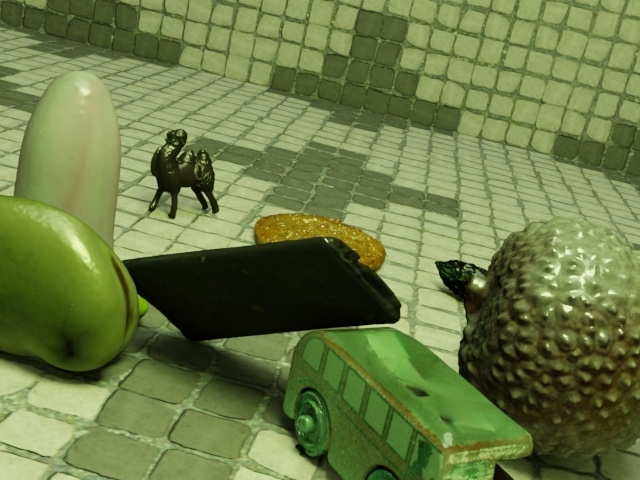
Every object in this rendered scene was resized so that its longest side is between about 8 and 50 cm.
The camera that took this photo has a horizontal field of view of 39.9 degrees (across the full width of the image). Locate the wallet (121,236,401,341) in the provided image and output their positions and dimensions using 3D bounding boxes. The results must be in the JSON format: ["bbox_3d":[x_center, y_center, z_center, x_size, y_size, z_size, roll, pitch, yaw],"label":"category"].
[{"bbox_3d":[-0.076,0.057,1.042,0.321,0.170,0.044,-9,49,33],"label":"wallet"}]

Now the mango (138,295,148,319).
[{"bbox_3d":[-0.281,0.079,1.161,0.108,0.056,0.073,13,27,-13],"label":"mango"}]

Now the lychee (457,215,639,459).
[{"bbox_3d":[0.307,0.116,1.074,0.300,0.300,0.300,12,19,-4],"label":"lychee"}]

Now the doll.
[{"bbox_3d":[-0.250,-0.124,1.608,0.139,0.165,0.057,-9,24,-38],"label":"doll"}]

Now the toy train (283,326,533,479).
[{"bbox_3d":[0.074,0.191,0.922,0.129,0.159,0.326,3,20,-32],"label":"toy train"}]

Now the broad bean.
[{"bbox_3d":[-0.334,0.049,1.015,0.263,0.189,0.121,24,14,-7],"label":"broad bean"}]

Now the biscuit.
[{"bbox_3d":[0.000,0.000,1.608,0.254,0.035,0.254,11,19,-4],"label":"biscuit"}]

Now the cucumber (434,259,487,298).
[{"bbox_3d":[0.324,0.098,1.487,0.300,0.072,0.072,20,20,26],"label":"cucumber"}]

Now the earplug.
[{"bbox_3d":[-0.347,-0.083,1.204,0.172,0.301,0.172,11,19,-4],"label":"earplug"}]
